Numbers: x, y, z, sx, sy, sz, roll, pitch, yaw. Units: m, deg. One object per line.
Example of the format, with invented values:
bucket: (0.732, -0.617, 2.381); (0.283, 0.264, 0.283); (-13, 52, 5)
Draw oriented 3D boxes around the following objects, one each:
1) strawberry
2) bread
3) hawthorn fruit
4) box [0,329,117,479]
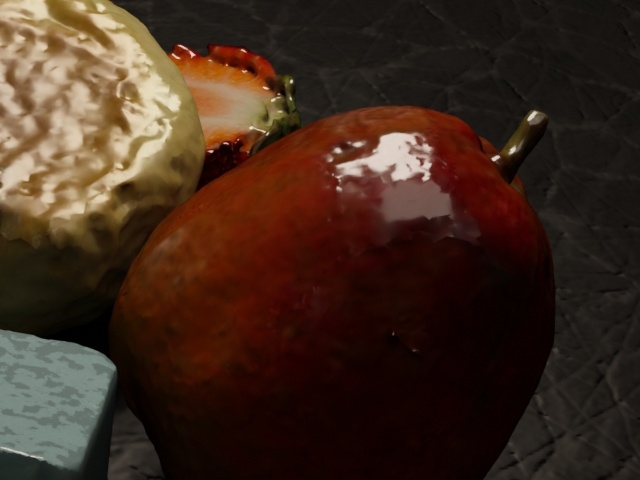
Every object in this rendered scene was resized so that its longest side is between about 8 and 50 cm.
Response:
strawberry: (-0.101, -0.073, 1.209); (0.187, 0.082, 0.146); (12, 29, 11)
bread: (-0.186, -0.040, 1.072); (0.244, 0.134, 0.244); (3, 54, -5)
hawthorn fruit: (0.022, 0.030, 0.945); (0.224, 0.261, 0.224); (35, 21, -16)
box: (-0.202, 0.117, 0.866); (0.227, 0.130, 0.162); (12, 20, -1)
